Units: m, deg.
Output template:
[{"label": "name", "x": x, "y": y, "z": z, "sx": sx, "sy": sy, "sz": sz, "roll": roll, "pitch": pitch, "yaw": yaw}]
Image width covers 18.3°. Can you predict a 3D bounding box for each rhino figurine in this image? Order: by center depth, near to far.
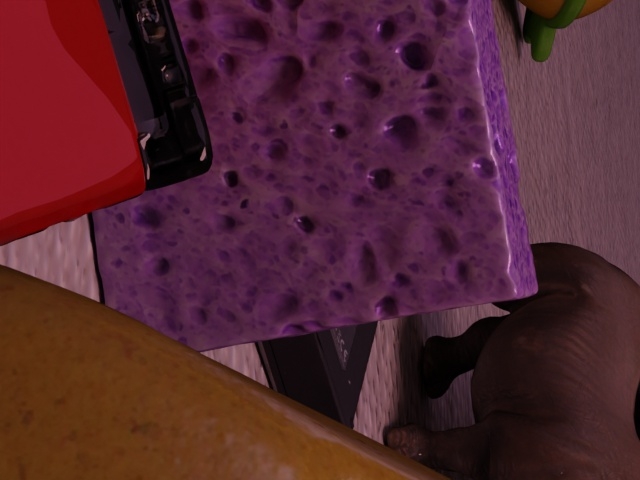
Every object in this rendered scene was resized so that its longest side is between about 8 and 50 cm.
[{"label": "rhino figurine", "x": 0.085, "y": 0.096, "z": 0.817, "sx": 0.073, "sy": 0.106, "sz": 0.243, "roll": 65, "pitch": 23, "yaw": -44}]

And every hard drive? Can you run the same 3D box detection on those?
[{"label": "hard drive", "x": 0.000, "y": 0.000, "z": 0.723, "sx": 0.135, "sy": 0.022, "sz": 0.094, "roll": -72, "pitch": 149, "yaw": -57}]

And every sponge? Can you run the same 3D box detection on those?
[{"label": "sponge", "x": -0.015, "y": -0.077, "z": 0.538, "sx": 0.031, "sy": 0.117, "sz": 0.210, "roll": -11, "pitch": 92, "yaw": -72}]

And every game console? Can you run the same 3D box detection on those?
[{"label": "game console", "x": -0.087, "y": -0.073, "z": 0.458, "sx": 0.124, "sy": 0.085, "sz": 0.144, "roll": -172, "pitch": -115, "yaw": -74}]

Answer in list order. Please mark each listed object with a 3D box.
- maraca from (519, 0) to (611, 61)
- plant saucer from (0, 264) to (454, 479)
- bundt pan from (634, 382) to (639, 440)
[{"label": "maraca", "x": 0.150, "y": -0.188, "z": 1.227, "sx": 0.185, "sy": 0.099, "sz": 0.127, "roll": 110, "pitch": -14, "yaw": -66}, {"label": "plant saucer", "x": 0.035, "y": 0.192, "z": 0.452, "sx": 0.333, "sy": 0.081, "sz": 0.332, "roll": 31, "pitch": 49, "yaw": -45}, {"label": "bundt pan", "x": 0.187, "y": 0.223, "z": 0.889, "sx": 0.331, "sy": 0.124, "sz": 0.330, "roll": 7, "pitch": 90, "yaw": -86}]
